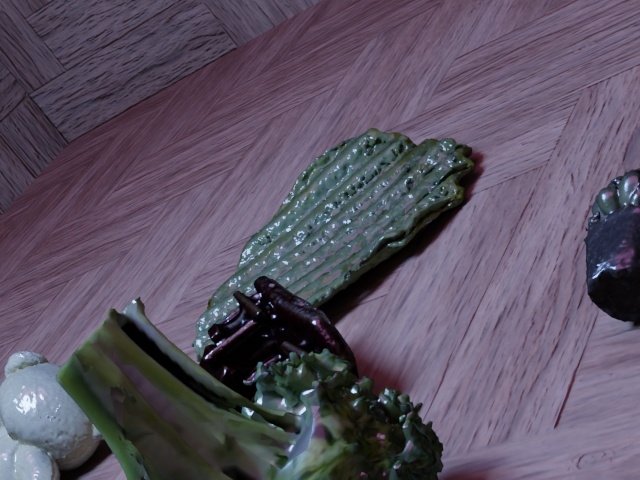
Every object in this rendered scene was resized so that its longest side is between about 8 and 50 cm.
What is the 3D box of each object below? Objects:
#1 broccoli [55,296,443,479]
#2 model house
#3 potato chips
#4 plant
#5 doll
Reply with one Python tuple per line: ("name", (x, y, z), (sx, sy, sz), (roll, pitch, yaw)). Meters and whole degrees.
("broccoli", (-0.085, 0.219, 1.089), (0.375, 0.302, 0.249), (-40, -29, -40))
("model house", (-0.060, 0.144, 1.428), (0.164, 0.141, 0.203), (-31, 18, -15))
("potato chips", (0.000, 0.000, 1.778), (0.429, 0.070, 0.358), (-40, 20, -7))
("plant", (0.276, 0.002, 1.223), (0.092, 0.094, 0.143), (-40, 23, 45))
("doll", (-0.377, 0.288, 1.744), (0.278, 0.175, 0.149), (-54, -16, -20))
